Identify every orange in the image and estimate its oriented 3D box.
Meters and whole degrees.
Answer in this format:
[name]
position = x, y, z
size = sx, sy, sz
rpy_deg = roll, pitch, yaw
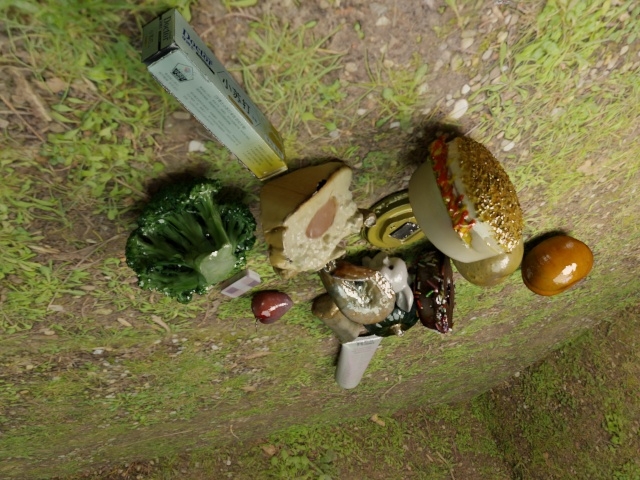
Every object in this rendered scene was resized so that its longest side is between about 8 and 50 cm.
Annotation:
[orange]
position = 0.800, 0.083, 1.530
size = 0.240, 0.171, 0.240
rpy_deg = -25, 152, -14

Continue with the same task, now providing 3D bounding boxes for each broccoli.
[broccoli]
position = -0.254, 0.011, 0.911
size = 0.269, 0.242, 0.261
rpy_deg = -38, 131, -21

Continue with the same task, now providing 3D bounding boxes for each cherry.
[cherry]
position = -0.153, 0.200, 1.341
size = 0.126, 0.087, 0.106
rpy_deg = -19, 144, -31

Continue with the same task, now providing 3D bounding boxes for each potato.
[potato]
position = 0.459, 0.017, 1.249
size = 0.243, 0.242, 0.285
rpy_deg = -12, 149, -8

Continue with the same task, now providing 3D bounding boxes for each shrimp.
[shrimp]
position = 0.091, 0.108, 1.211
size = 0.168, 0.077, 0.317
rpy_deg = -26, 116, 15

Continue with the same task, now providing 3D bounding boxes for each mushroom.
[mushroom]
position = 0.065, 0.283, 1.561
size = 0.123, 0.095, 0.351
rpy_deg = -4, 149, 15

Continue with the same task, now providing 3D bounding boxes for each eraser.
[eraser]
position = -0.223, 0.120, 1.247
size = 0.105, 0.026, 0.065
rpy_deg = -31, 141, 19

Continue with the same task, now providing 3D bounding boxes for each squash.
[squash]
position = 0.228, 0.225, 1.471
size = 0.218, 0.172, 0.218
rpy_deg = 9, 142, 7

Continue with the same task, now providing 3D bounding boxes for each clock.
[clock]
position = 0.222, -0.041, 1.192
size = 0.237, 0.057, 0.237
rpy_deg = -12, 147, -8

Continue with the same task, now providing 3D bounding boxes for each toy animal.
[toy animal]
position = 0.170, 0.130, 1.319
size = 0.193, 0.127, 0.178
rpy_deg = -17, 118, 17

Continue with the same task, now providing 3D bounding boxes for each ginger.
[ginger]
position = 0.000, 0.000, 1.092
size = 0.295, 0.131, 0.086
rpy_deg = -29, 109, 15

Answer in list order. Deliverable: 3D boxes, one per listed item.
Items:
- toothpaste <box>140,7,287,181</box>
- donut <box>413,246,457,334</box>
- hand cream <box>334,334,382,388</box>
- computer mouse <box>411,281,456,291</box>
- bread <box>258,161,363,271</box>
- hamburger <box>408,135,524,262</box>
[toothpaste]
position = -0.160, -0.218, 0.735
size = 0.071, 0.089, 0.313
rpy_deg = -21, 148, 17
[donut]
position = 0.350, 0.154, 1.367
size = 0.103, 0.269, 0.269
rpy_deg = -4, 152, 24
[hand cream]
position = 0.144, 0.505, 1.911
size = 0.186, 0.118, 0.358
rpy_deg = -3, 136, -17
[computer mouse]
position = 0.367, 0.206, 1.587
size = 0.145, 0.082, 0.236
rpy_deg = 15, 133, -38
[bread]
position = -0.021, -0.031, 0.937
size = 0.224, 0.211, 0.183
rpy_deg = -13, 126, 5
[hamburger]
position = 0.330, -0.090, 0.978
size = 0.294, 0.275, 0.179
rpy_deg = 11, 148, -43
